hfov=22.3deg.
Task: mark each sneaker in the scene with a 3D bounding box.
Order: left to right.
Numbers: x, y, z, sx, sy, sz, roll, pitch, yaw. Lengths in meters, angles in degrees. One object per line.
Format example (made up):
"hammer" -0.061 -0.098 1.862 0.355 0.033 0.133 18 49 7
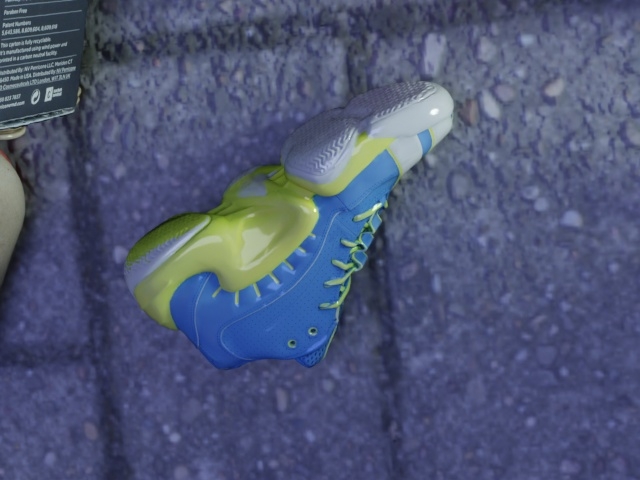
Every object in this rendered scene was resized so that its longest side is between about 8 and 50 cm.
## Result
"sneaker" 0.000 0.000 1.025 0.240 0.091 0.126 -30 107 18

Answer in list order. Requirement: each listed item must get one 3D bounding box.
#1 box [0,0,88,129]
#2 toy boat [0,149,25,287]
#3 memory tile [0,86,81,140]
"box" -0.226 -0.186 0.981 0.153 0.108 0.207 16 106 20
"toy boat" -0.309 0.015 1.096 0.151 0.151 0.231 34 107 41
"memory tile" -0.242 -0.095 1.059 0.148 0.113 0.012 13 114 15
